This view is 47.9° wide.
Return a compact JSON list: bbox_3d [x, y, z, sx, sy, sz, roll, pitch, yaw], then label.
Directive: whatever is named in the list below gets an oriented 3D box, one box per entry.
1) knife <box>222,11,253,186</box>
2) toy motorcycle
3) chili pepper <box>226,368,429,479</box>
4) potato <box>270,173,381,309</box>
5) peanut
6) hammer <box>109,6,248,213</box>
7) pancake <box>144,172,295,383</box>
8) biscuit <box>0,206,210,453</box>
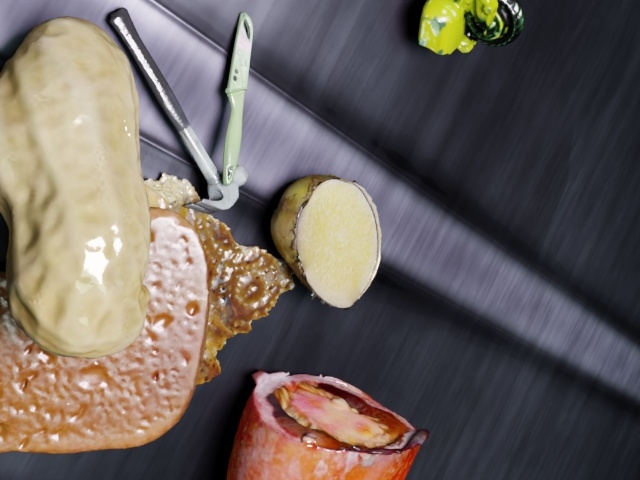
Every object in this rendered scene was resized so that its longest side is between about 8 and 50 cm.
[{"bbox_3d":[-0.098,-0.164,0.831,0.030,0.014,0.207,15,78,-48],"label":"knife"},{"bbox_3d":[0.163,-0.396,0.905,0.142,0.206,0.342,-39,140,-22],"label":"toy motorcycle"},{"bbox_3d":[-0.018,0.353,0.962,0.251,0.229,0.305,15,93,-59],"label":"chili pepper"},{"bbox_3d":[0.000,0.000,0.959,0.164,0.081,0.200,-57,135,-22],"label":"potato"},{"bbox_3d":[-0.229,-0.048,0.657,0.152,0.152,0.313,-5,83,-40],"label":"peanut"},{"bbox_3d":[-0.161,-0.136,0.791,0.246,0.029,0.103,61,32,-29],"label":"hammer"},{"bbox_3d":[-0.118,0.047,0.886,0.244,0.057,0.266,-9,109,-39],"label":"pancake"},{"bbox_3d":[-0.256,0.092,0.755,0.277,0.052,0.262,1,98,-21],"label":"biscuit"}]
